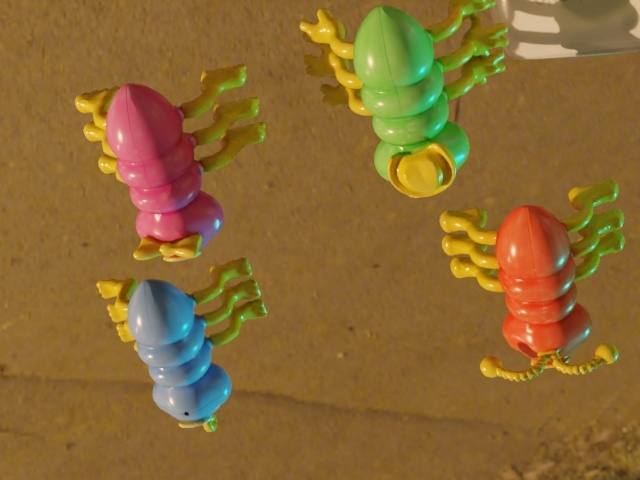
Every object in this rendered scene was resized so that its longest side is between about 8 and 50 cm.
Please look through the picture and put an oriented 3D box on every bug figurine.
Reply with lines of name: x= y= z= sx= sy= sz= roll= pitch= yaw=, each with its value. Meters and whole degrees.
bug figurine: x=0.000 y=0.000 z=0.527 sx=0.279 sy=0.072 sz=0.216 roll=-12 pitch=122 yaw=15

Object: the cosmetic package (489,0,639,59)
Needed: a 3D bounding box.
cosmetic package: x=0.238 y=-0.328 z=0.469 sx=0.327 sy=0.329 sz=0.393 roll=2 pitch=121 yaw=44
